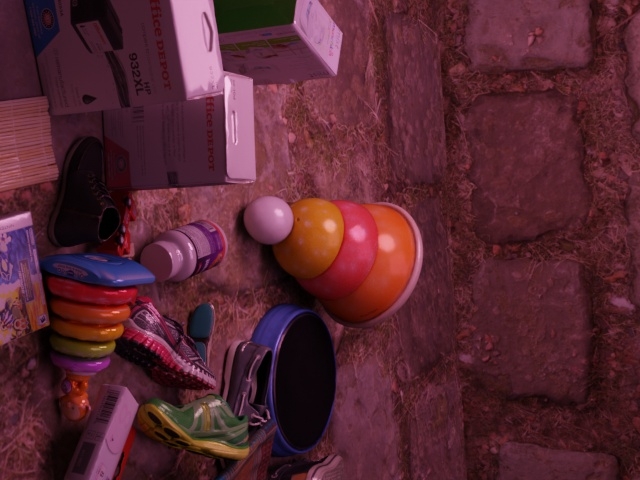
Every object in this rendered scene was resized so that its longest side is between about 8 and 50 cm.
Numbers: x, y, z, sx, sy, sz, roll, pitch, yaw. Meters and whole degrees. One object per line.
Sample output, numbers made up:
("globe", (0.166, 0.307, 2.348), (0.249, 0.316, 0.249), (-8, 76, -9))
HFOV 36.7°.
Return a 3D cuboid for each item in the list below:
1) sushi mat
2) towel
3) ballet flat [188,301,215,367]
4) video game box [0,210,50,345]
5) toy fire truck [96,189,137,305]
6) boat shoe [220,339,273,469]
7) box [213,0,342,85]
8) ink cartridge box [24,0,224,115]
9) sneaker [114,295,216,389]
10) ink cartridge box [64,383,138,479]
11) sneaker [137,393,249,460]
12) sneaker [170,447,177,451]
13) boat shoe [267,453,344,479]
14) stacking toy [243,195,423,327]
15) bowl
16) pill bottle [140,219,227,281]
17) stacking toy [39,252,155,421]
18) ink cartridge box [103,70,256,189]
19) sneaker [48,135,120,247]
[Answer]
("sushi mat", (-0.548, -0.150, 1.589), (0.316, 0.019, 0.151), (-26, 111, -61))
("towel", (-0.204, 0.587, 2.106), (0.370, 0.040, 0.271), (-41, 148, -56))
("ballet flat", (-0.264, 0.219, 2.118), (0.052, 0.057, 0.168), (98, 0, -80))
("video game box", (-0.535, 0.067, 1.574), (0.187, 0.048, 0.205), (-25, 111, -59))
("toy fire truck", (-0.384, 0.015, 1.860), (0.135, 0.047, 0.192), (76, 15, -57))
("boat shoe", (-0.168, 0.392, 2.231), (0.116, 0.099, 0.320), (22, 70, -65))
("box", (-0.116, -0.464, 2.198), (0.231, 0.262, 0.127), (38, 55, -56))
("ink cartridge box", (-0.342, -0.346, 1.685), (0.129, 0.307, 0.223), (-30, 115, -61))
("sneaker", (-0.298, 0.222, 1.958), (0.299, 0.120, 0.112), (53, 42, -49))
("ink cartridge box", (-0.382, 0.398, 1.789), (0.232, 0.066, 0.189), (71, 30, -54))
("sneaker", (-0.259, 0.368, 1.973), (0.295, 0.109, 0.124), (33, 57, -45))
("sneaker", (-0.312, 0.394, 2.013), (0.057, 0.047, 0.119), (-51, 133, -37))
("boat shoe", (-0.030, 0.637, 2.448), (0.500, 0.156, 0.187), (46, 45, -74))
("stacking toy", (0.000, 0.000, 2.431), (0.480, 0.350, 0.351), (27, 64, -44))
("bowl", (-0.066, 0.357, 2.464), (0.391, 0.077, 0.391), (4, 85, -64))
("pill bottle", (-0.286, 0.025, 2.004), (0.193, 0.108, 0.108), (-25, 111, -61))
("stacking toy", (-0.422, 0.177, 1.714), (0.165, 0.175, 0.302), (-3, 105, -69))
("ink cartridge box", (-0.271, -0.204, 1.849), (0.117, 0.283, 0.207), (-4, 93, -63))
("sneaker", (-0.407, -0.090, 1.755), (0.083, 0.118, 0.222), (42, 52, -55))
